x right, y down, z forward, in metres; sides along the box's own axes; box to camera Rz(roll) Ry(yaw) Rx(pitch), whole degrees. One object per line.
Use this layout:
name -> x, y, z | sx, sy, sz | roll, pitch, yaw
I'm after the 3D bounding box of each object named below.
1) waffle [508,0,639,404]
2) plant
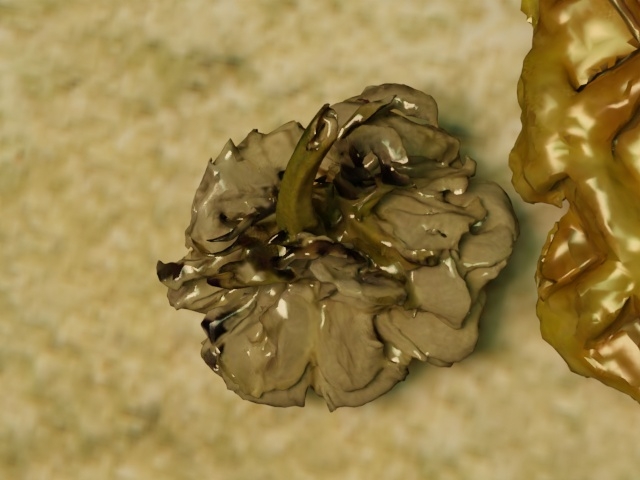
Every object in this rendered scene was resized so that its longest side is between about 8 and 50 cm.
waffle -> 0.203, -0.076, 0.527 | 0.302, 0.068, 0.325 | 12, 86, 21
plant -> 0.000, 0.000, 0.567 | 0.116, 0.122, 0.104 | -41, 68, 3
